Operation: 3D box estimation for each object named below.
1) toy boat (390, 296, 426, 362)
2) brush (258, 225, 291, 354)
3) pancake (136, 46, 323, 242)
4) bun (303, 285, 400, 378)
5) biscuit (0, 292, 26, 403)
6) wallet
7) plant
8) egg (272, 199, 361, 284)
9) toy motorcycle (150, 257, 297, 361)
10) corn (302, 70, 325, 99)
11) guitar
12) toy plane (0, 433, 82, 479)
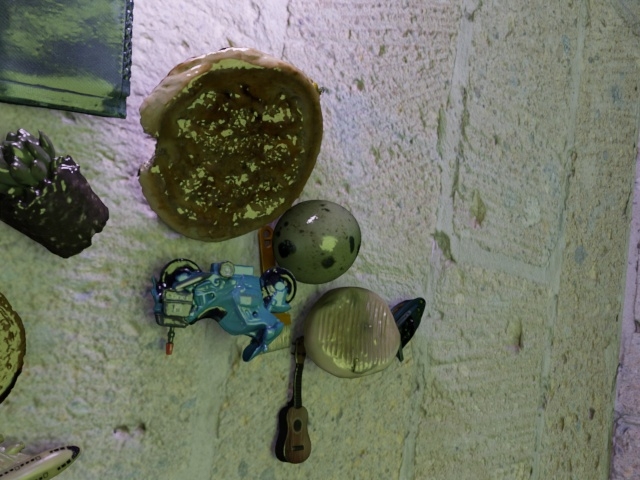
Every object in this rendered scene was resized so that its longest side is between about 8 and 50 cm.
[{"bbox_3d":[0.199,0.218,1.565,0.246,0.103,0.092,-38,128,-40],"label":"toy boat"},{"bbox_3d":[-0.108,0.103,1.335,0.103,0.013,0.272,-6,94,-43],"label":"brush"},{"bbox_3d":[-0.163,-0.165,1.159,0.382,0.071,0.382,-17,122,-29],"label":"pancake"},{"bbox_3d":[0.063,0.208,1.409,0.237,0.116,0.209,6,65,-28],"label":"bun"},{"bbox_3d":[-0.542,0.167,0.912,0.226,0.042,0.225,-2,93,-41],"label":"biscuit"},{"bbox_3d":[-0.418,-0.376,1.000,0.237,0.075,0.342,1,92,-37],"label":"wallet"},{"bbox_3d":[-0.427,-0.071,0.957,0.194,0.132,0.129,55,53,-34],"label":"plant"},{"bbox_3d":[0.000,0.000,1.325,0.228,0.177,0.177,-17,103,-55],"label":"egg"},{"bbox_3d":[-0.177,0.129,1.157,0.272,0.124,0.182,7,84,-20],"label":"toy motorcycle"},{"bbox_3d":[-0.132,-0.280,1.247,0.313,0.102,0.101,-20,104,-40],"label":"corn"},{"bbox_3d":[-0.056,0.344,1.371,0.084,0.038,0.271,11,77,-48],"label":"guitar"},{"bbox_3d":[-0.475,0.368,0.936,0.244,0.092,0.229,-17,74,-52],"label":"toy plane"}]
